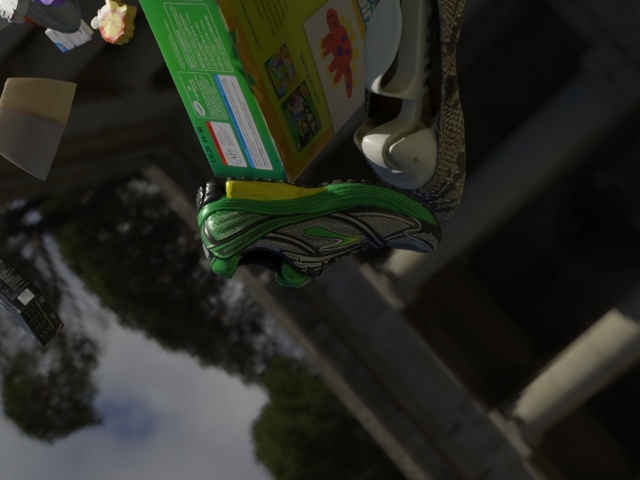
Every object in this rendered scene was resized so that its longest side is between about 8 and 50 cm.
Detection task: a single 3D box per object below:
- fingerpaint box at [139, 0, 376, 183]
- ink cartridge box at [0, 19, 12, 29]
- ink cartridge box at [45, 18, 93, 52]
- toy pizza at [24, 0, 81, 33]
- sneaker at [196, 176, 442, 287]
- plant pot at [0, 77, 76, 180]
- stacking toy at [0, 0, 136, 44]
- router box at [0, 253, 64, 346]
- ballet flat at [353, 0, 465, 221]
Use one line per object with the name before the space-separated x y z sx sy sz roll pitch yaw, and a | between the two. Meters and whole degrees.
fingerpaint box | -0.077 -0.371 2.317 0.371 0.163 0.445 -51 -46 -35
ink cartridge box | -0.398 -0.313 1.808 0.052 0.088 0.122 -38 -103 -25
ink cartridge box | -0.413 -0.349 2.602 0.048 0.083 0.028 48 -129 -26
toy pizza | -0.392 -0.340 2.027 0.201 0.032 0.201 43 -161 -19
sneaker | 0.000 0.000 2.160 0.343 0.134 0.146 0 -106 -10
plant pot | -0.412 -0.168 2.207 0.096 0.109 0.109 18 -144 -13
stacking toy | -0.323 -0.297 1.711 0.221 0.052 0.167 44 -158 29
router box | -0.355 0.065 1.825 0.092 0.038 0.122 38 165 17
ballet flat | 0.118 -0.223 2.223 0.164 0.483 0.182 15 -150 27
